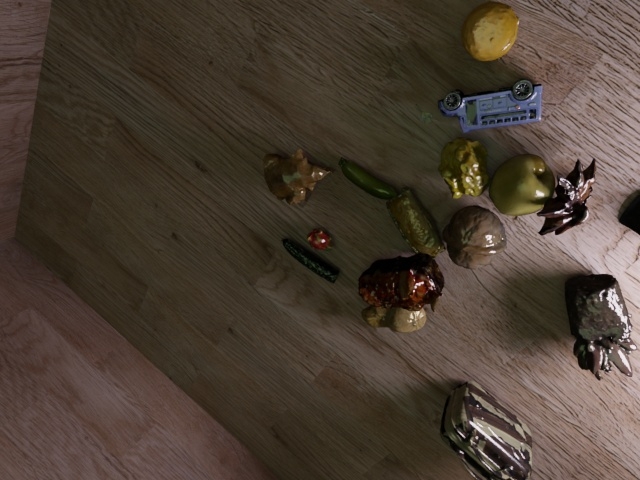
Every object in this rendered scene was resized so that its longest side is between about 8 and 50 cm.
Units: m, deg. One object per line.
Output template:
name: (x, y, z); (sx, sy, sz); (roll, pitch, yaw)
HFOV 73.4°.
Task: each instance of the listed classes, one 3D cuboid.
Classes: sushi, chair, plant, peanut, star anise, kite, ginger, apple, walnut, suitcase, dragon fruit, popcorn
sushi: (0.307, 0.170, 1.593); (0.343, 0.182, 0.197); (-9, 123, 44)
chair: (1.017, -0.033, 1.240); (0.145, 0.221, 0.140); (9, 123, -25)
plant: (0.893, 0.278, 1.371); (0.181, 0.194, 0.321); (-14, 101, 33)
peanut: (0.289, 0.298, 1.706); (0.252, 0.137, 0.122); (4, 110, 27)
star anise: (0.739, -0.110, 1.250); (0.102, 0.271, 0.272); (40, 127, 40)
kite: (0.346, -0.425, 1.457); (0.078, 0.002, 0.044); (34, 121, 8)
ginger: (-0.091, -0.246, 1.671); (0.269, 0.123, 0.219); (6, 110, 24)
apple: (0.620, -0.167, 1.325); (0.199, 0.200, 0.200); (10, 114, 22)
walnut: (0.508, -0.010, 1.424); (0.224, 0.224, 0.225); (10, 114, 22)
suitcase: (0.611, 0.750, 1.615); (0.351, 0.339, 0.194); (39, 122, 5)
dragon fruit: (0.000, 0.002, 1.757); (0.116, 0.081, 0.086); (47, 112, 2)
popcorn: (0.457, -0.233, 1.383); (0.155, 0.197, 0.198); (-9, 106, 30)

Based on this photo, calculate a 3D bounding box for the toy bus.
toy bus: (0.513, -0.406, 1.313); (0.291, 0.125, 0.133); (-2, 110, 25)

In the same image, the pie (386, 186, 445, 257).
pie: (0.346, -0.057, 1.573); (0.128, 0.068, 0.283); (-31, 92, 34)

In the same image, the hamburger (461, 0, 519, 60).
hamburger: (0.491, -0.605, 1.246); (0.161, 0.115, 0.162); (9, 115, 20)

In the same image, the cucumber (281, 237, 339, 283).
cucumber: (-0.052, 0.082, 1.825); (0.293, 0.067, 0.068); (33, 121, 11)

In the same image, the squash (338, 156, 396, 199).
squash: (0.167, -0.221, 1.585); (0.258, 0.069, 0.069); (35, 122, 17)
